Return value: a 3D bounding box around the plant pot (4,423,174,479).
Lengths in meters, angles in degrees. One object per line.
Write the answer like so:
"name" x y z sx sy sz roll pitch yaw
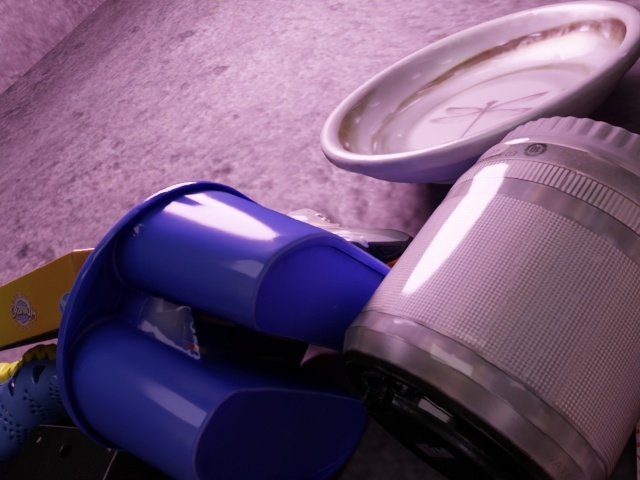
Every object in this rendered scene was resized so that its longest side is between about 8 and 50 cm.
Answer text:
"plant pot" -0.209 0.275 0.575 0.188 0.167 0.188 -5 49 28

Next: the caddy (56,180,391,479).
"caddy" -0.068 0.088 0.546 0.179 0.341 0.241 17 83 31

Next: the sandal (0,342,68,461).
"sandal" -0.392 0.226 0.785 0.317 0.126 0.138 -18 46 29

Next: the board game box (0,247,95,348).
"board game box" -0.249 0.065 0.707 0.316 0.242 0.064 -18 84 39

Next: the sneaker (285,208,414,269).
"sneaker" 0.000 0.000 0.762 0.262 0.099 0.121 -5 44 27

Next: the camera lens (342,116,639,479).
"camera lens" 0.168 0.062 0.498 0.219 0.219 0.274 20 64 43

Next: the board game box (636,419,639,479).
"board game box" 0.324 0.195 0.405 0.193 0.045 0.147 -2 50 30

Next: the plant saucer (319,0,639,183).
"plant saucer" 0.197 -0.169 0.754 0.400 0.101 0.400 -22 27 12
